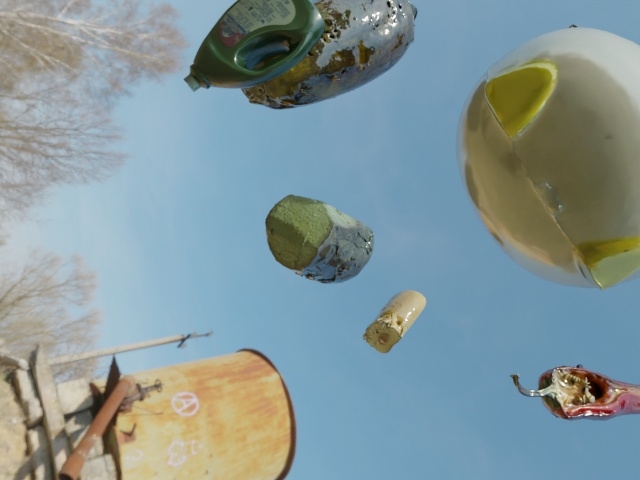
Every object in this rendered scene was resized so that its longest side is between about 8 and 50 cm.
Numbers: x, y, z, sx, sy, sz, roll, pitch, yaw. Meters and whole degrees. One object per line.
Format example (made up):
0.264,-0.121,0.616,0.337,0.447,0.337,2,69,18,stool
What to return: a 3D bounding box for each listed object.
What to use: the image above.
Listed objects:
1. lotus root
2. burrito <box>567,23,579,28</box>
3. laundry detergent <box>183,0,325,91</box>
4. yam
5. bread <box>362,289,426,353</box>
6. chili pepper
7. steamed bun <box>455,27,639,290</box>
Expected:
0.028,-0.359,0.832,0.195,0.397,0.179,30,-33,44,lotus root
0.450,-0.353,0.904,0.188,0.045,0.058,-42,-118,7,burrito
-0.104,-0.282,0.653,0.210,0.063,0.137,-39,-106,-5,laundry detergent
-0.004,0.004,1.121,0.202,0.271,0.202,14,-103,26,yam
0.194,0.203,1.169,0.085,0.173,0.134,39,-42,13,bread
0.318,0.181,0.527,0.050,0.267,0.059,-48,-141,46,chili pepper
0.371,-0.115,0.663,0.333,0.333,0.374,-34,-90,46,steamed bun
